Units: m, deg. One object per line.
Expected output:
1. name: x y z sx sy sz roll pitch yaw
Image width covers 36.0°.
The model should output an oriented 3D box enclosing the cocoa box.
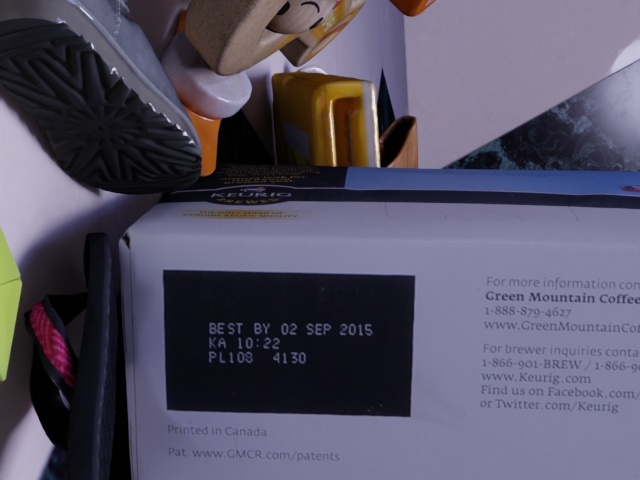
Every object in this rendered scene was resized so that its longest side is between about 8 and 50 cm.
1. cocoa box: 0.081 0.081 0.581 0.228 0.347 0.231 -78 169 -77

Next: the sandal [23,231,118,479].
1. sandal: -0.110 0.059 0.427 0.179 0.040 0.067 -100 -168 -49

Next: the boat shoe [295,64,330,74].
1. boat shoe: -0.009 -0.095 1.094 0.065 0.075 0.206 21 -51 53

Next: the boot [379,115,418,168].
1. boot: 0.078 0.008 1.021 0.264 0.096 0.280 -38 129 -54

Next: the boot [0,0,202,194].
1. boot: -0.105 -0.148 0.490 0.189 0.076 0.208 72 11 -64

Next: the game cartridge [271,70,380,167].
1. game cartridge: 0.000 0.000 0.850 0.324 0.053 0.285 -136 -140 -75

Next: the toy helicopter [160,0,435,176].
1. toy helicopter: -0.018 -0.155 0.669 0.140 0.235 0.355 44 5 -1

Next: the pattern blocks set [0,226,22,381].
1. pattern blocks set: -0.147 0.084 0.284 0.285 0.026 0.324 -82 166 -45
